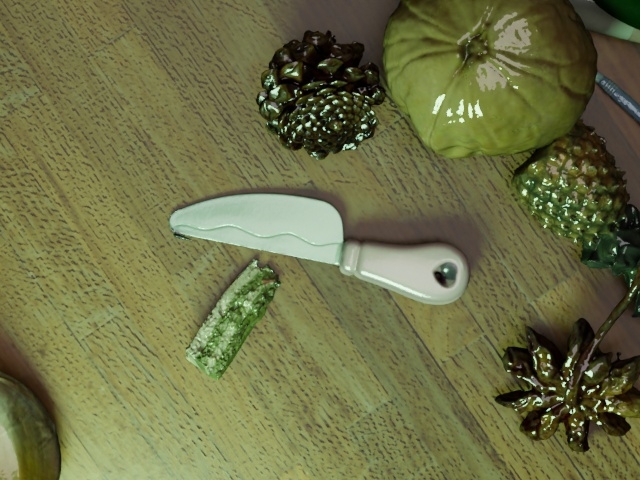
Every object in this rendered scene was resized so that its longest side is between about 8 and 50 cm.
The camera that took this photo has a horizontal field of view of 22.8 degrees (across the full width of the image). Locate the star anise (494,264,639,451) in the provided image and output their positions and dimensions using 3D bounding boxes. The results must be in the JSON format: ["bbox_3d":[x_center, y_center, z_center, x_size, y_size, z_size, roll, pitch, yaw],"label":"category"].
[{"bbox_3d":[0.270,0.133,1.706,0.177,0.073,0.234,-3,114,12],"label":"star anise"}]

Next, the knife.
[{"bbox_3d":[0.001,-0.003,1.738,0.336,0.043,0.081,15,88,0],"label":"knife"}]

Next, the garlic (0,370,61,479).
[{"bbox_3d":[-0.345,0.206,1.701,0.090,0.128,0.198,-11,97,16],"label":"garlic"}]

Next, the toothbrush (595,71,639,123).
[{"bbox_3d":[0.325,-0.162,1.739,0.219,0.019,0.016,42,87,-3],"label":"toothbrush"}]

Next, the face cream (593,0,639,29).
[{"bbox_3d":[0.411,-0.389,1.575,0.219,0.312,0.357,14,80,20],"label":"face cream"}]

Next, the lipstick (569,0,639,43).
[{"bbox_3d":[0.370,-0.242,1.708,0.254,0.070,0.070,13,94,-2],"label":"lipstick"}]

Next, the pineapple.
[{"bbox_3d":[0.316,-0.013,1.712,0.125,0.125,0.251,-41,99,2],"label":"pineapple"}]

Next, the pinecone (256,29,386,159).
[{"bbox_3d":[-0.002,-0.160,1.682,0.140,0.140,0.121,-7,50,0],"label":"pinecone"}]

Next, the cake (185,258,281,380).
[{"bbox_3d":[-0.096,0.086,1.736,0.051,0.055,0.140,33,91,3],"label":"cake"}]

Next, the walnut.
[{"bbox_3d":[0.174,-0.185,1.633,0.228,0.228,0.228,0,94,-1],"label":"walnut"}]
